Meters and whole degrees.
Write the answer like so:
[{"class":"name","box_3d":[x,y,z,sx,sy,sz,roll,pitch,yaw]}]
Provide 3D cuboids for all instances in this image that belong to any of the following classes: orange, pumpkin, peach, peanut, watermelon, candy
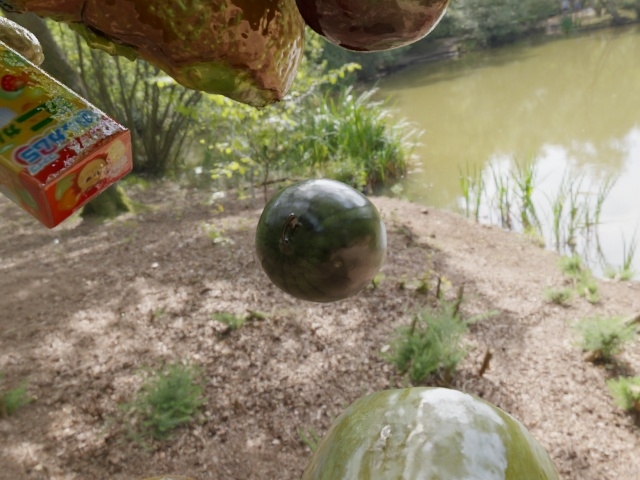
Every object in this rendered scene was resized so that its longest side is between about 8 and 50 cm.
[{"class":"orange","box_3d":[-0.154,-0.273,0.531,0.335,0.196,0.262,25,15,-12]},{"class":"pumpkin","box_3d":[0.121,0.309,0.618,0.332,0.332,0.199,-1,40,23]},{"class":"peach","box_3d":[0.031,-0.222,0.429,0.152,0.152,0.152,-9,19,3]},{"class":"peanut","box_3d":[-0.553,-0.332,0.896,0.226,0.095,0.108,23,35,-10]},{"class":"watermelon","box_3d":[0.000,0.000,1.260,0.279,0.278,0.359,0,1,25]},{"class":"candy","box_3d":[-0.173,-0.066,0.319,0.122,0.038,0.062,35,55,10]}]

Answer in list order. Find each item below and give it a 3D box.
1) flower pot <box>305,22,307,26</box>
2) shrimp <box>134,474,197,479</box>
[{"class":"flower pot","box_3d":[-0.052,-0.375,0.893,0.089,0.111,0.111,7,23,15]},{"class":"shrimp","box_3d":[-0.146,0.308,0.602,0.150,0.068,0.249,20,-6,-11]}]
